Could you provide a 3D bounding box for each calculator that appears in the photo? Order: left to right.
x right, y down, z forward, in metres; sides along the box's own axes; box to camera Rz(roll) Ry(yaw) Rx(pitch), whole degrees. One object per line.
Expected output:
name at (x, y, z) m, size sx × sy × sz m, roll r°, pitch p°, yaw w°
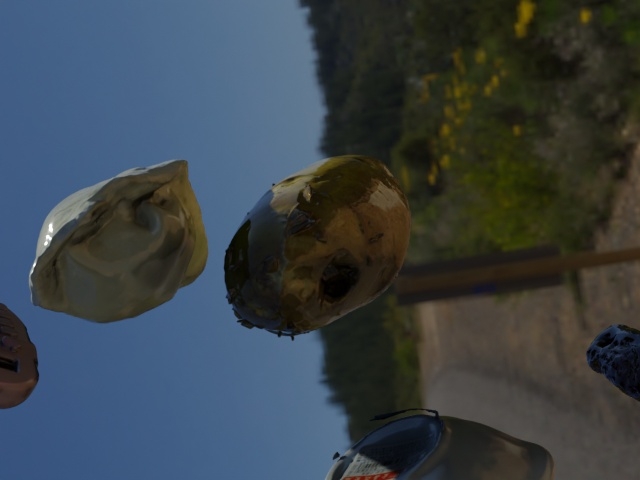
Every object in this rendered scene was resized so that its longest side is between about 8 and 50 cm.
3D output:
calculator at (-0.225, 0.066, 0.862) m, size 0.024 × 0.103 × 0.166 m, roll -65°, pitch 19°, yaw 15°

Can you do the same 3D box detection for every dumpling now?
dumpling at (-0.192, 0.001, 1.356) m, size 0.250 × 0.132 × 0.162 m, roll -14°, pitch -57°, yaw -55°

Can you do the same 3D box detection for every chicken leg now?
chicken leg at (0.287, 0.123, 1.131) m, size 0.106 × 0.051 × 0.253 m, roll 36°, pitch -178°, yaw -24°

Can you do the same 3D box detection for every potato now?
potato at (0.000, 0.000, 1.341) m, size 0.140 × 0.173 × 0.300 m, roll 66°, pitch -162°, yaw -10°

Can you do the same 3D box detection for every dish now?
dish at (0.064, 0.193, 1.089) m, size 0.081 × 0.229 × 0.229 m, roll 60°, pitch -169°, yaw -17°
